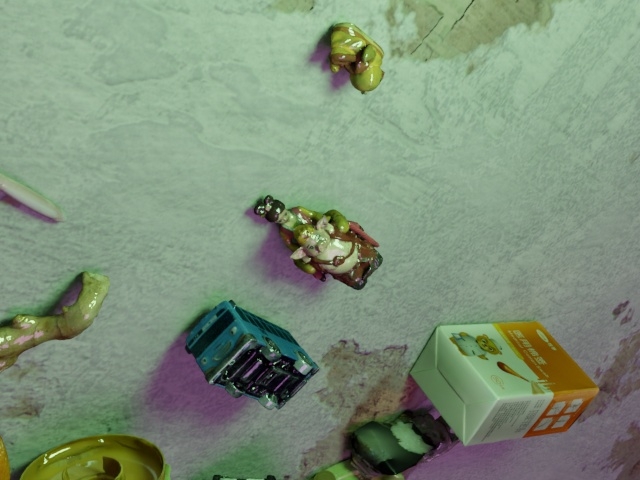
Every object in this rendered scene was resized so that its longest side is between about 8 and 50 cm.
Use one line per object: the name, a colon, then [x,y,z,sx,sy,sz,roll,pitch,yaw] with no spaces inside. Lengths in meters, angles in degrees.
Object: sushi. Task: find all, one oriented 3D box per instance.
sushi: [0.187,0.451,2.280,0.273,0.134,0.109,-17,143,-41]

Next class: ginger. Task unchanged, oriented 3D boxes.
ginger: [-0.431,0.137,1.509,0.288,0.075,0.089,-33,136,-3]

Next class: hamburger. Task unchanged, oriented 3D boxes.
hamburger: [-0.363,0.469,1.700,0.274,0.274,0.212,-14,114,-29]

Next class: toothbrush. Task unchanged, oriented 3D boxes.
toothbrush: [-0.428,-0.088,1.325,0.025,0.030,0.307,-35,145,12]

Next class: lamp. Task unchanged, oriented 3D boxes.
lamp: [0.000,0.000,1.690,0.118,0.118,0.253,-46,143,7]

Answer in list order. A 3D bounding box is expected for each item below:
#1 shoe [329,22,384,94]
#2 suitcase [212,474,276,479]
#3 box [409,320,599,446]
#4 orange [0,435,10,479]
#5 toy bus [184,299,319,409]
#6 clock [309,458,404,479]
shoe: [0.048,-0.264,1.509,0.109,0.072,0.069,57,45,-56]
suitcase: [-0.124,0.641,2.086,0.283,0.194,0.434,-2,139,13]
box: [0.395,0.297,2.208,0.341,0.225,0.143,1,129,-39]
orange: [-0.564,0.352,1.518,0.224,0.170,0.224,-23,138,-23]
toy bus: [-0.119,0.194,1.760,0.116,0.133,0.234,-44,147,7]
clock: [0.028,0.601,2.304,0.308,0.096,0.235,-9,133,-32]
